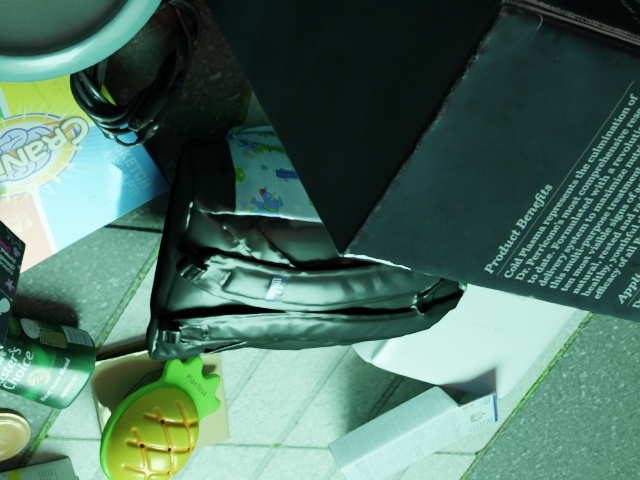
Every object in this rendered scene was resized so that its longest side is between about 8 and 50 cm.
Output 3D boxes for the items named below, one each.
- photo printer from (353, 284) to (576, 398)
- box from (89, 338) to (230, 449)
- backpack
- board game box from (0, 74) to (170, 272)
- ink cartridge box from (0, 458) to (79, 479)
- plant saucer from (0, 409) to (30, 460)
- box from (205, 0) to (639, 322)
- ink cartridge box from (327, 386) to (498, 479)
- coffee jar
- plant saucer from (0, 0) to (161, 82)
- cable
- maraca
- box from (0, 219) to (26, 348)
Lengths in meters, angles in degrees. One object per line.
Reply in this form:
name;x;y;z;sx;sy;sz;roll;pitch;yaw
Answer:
photo printer;0.214;0.045;2.168;0.256;0.107;0.307;18;119;-35
box;-0.202;0.200;2.168;0.164;0.021;0.201;-15;133;-12
backpack;0.000;0.000;1.949;0.355;0.273;0.290;9;135;-8
board game box;-0.332;-0.115;1.809;0.242;0.064;0.316;-30;134;1
ink cartridge box;-0.379;0.374;2.160;0.176;0.127;0.128;-11;131;-17
plant saucer;-0.397;0.242;2.119;0.083;0.013;0.083;-12;132;-14
box;0.195;-0.191;1.699;0.472;0.480;0.297;15;121;-33
ink cartridge box;0.126;0.252;2.283;0.224;0.045;0.223;-26;163;-2
coffee jar;-0.358;0.130;1.996;0.184;0.079;0.096;19;118;-35
plant saucer;-0.284;-0.296;1.623;0.318;0.043;0.317;-4;112;-11
cable;-0.190;-0.197;1.777;0.150;0.047;0.184;45;70;-44
maraca;-0.195;0.224;2.114;0.185;0.099;0.127;-50;131;-13
box;-0.454;0.039;1.774;0.247;0.142;0.163;-13;140;25
